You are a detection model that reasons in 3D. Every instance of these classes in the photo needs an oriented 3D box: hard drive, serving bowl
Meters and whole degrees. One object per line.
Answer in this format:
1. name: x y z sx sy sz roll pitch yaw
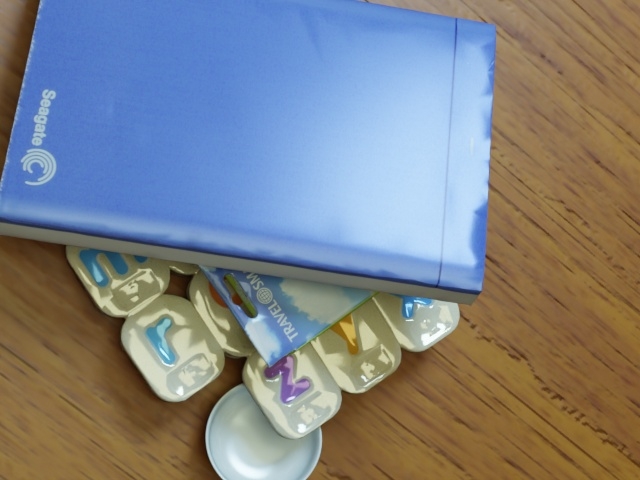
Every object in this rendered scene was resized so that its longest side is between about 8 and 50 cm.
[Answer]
1. hard drive: -0.042 -0.080 0.893 0.319 0.040 0.210 9 66 -6
2. serving bowl: -0.042 0.142 0.929 0.083 0.027 0.083 4 72 -11

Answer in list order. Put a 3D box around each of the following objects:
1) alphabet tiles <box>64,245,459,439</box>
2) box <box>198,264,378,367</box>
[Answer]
1. alphabet tiles: -0.034 -0.012 0.948 0.284 0.021 0.278 -34 89 -20
2. box: 0.000 0.000 0.921 0.178 0.042 0.109 -35 89 -20
